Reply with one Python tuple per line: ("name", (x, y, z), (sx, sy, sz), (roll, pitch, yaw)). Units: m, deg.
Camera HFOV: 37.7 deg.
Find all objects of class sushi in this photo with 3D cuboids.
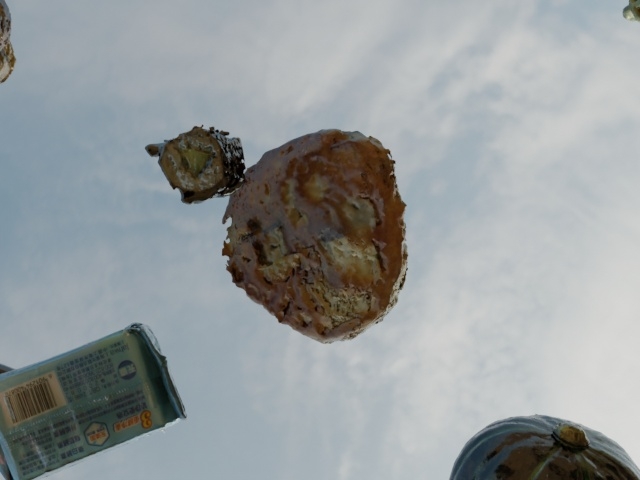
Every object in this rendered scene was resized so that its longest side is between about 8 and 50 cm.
("sushi", (-0.149, -0.093, 1.158), (0.084, 0.098, 0.094), (-21, -86, -72))

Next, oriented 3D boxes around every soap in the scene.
("soap", (-0.324, 0.221, 1.264), (0.293, 0.077, 0.156), (-21, -97, 8))

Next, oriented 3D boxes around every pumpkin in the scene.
("pumpkin", (0.341, 0.373, 1.372), (0.315, 0.315, 0.238), (10, -72, -26))

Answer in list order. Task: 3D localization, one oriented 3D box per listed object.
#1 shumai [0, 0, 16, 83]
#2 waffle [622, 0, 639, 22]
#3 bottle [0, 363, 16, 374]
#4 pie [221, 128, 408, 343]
("shumai", (-0.366, -0.192, 0.980), (0.105, 0.139, 0.123), (12, -146, -37))
("waffle", (0.571, -0.416, 1.389), (0.056, 0.291, 0.309), (-4, -143, -30))
("bottle", (-0.534, 0.184, 1.324), (0.244, 0.082, 0.072), (29, -152, -26))
("pie", (-0.001, 0.000, 1.244), (0.308, 0.308, 0.085), (61, -149, 2))
